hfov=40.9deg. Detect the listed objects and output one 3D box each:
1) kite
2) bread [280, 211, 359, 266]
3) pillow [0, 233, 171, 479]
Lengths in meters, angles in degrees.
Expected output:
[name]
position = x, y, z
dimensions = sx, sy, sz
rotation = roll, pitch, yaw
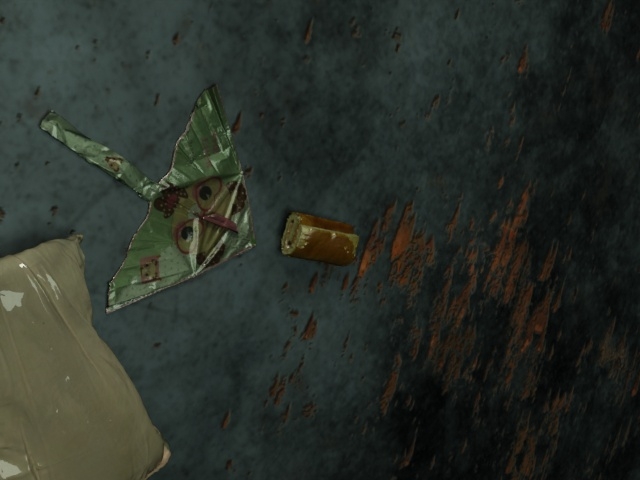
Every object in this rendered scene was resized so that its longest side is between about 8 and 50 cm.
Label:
[kite]
position = -0.145, -0.041, 0.767
dimensions = 0.250, 0.012, 0.229
rotation = 32, 81, -40
[bread]
position = 0.000, 0.000, 0.882
dimensions = 0.083, 0.036, 0.047
rotation = 11, 97, -39
[pillow]
position = -0.228, 0.123, 0.708
dimensions = 0.173, 0.067, 0.270
rotation = -33, 123, -34
